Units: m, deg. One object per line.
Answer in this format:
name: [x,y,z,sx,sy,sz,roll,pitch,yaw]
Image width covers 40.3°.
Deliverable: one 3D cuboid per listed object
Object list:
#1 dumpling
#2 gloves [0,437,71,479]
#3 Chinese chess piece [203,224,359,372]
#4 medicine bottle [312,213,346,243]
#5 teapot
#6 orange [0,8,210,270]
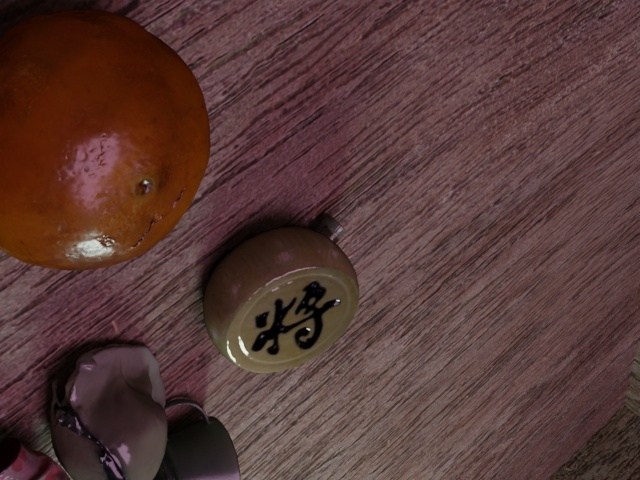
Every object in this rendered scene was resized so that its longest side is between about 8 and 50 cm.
dumpling: [-0.295,0.286,1.318,0.204,0.163,0.293,-24,126,-28]
gloves: [-0.422,0.399,1.268,0.145,0.126,0.241,-57,135,-39]
Chinese chess piece: [-0.063,0.097,1.407,0.257,0.104,0.257,-18,137,-18]
medicine bottle: [0.000,0.000,1.480,0.083,0.047,0.047,-46,146,-5]
teapot: [-0.240,0.387,1.499,0.149,0.162,0.239,-7,103,-31]
orange: [-0.251,-0.105,0.941,0.284,0.226,0.284,-34,140,-34]
